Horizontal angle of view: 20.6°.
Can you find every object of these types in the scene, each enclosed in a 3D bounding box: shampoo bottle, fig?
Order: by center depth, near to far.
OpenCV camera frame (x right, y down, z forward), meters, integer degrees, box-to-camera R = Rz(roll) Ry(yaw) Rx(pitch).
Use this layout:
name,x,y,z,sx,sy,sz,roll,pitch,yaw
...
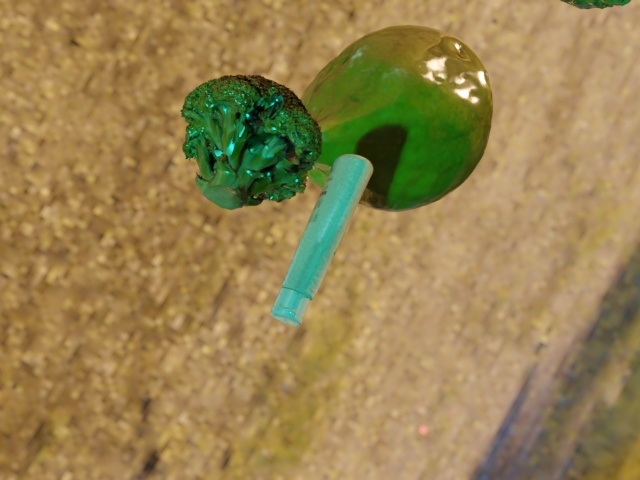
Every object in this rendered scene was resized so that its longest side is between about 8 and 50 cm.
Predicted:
name,x,y,z,sx,sy,sz,roll,pitch,yaw
shampoo bottle,0.000,0.000,1.874,0.190,0.041,0.069,-66,-161,-15
fig,0.052,-0.151,2.111,0.314,0.233,0.233,3,120,-31

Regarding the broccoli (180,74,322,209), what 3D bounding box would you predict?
name,x,y,z,sx,sy,sz,roll,pitch,yaw
broccoli,-0.061,-0.082,1.499,0.131,0.130,0.120,-23,-145,47

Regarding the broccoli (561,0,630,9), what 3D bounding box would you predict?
name,x,y,z,sx,sy,sz,roll,pitch,yaw
broccoli,0.190,-0.337,1.572,0.186,0.302,0.254,-54,167,-22
